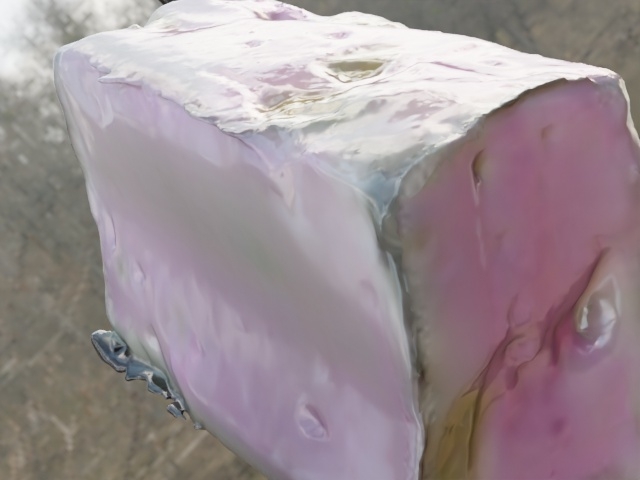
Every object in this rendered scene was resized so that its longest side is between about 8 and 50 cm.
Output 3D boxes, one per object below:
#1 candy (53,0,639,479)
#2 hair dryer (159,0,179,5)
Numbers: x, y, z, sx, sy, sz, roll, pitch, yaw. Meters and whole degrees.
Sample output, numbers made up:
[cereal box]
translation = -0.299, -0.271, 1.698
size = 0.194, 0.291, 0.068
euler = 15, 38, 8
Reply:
[candy]
translation = 0.000, 0.000, 0.543
size = 0.115, 0.155, 0.265
euler = -16, 21, -26
[hair dryer]
translation = -0.064, -0.148, 1.182
size = 0.070, 0.255, 0.128
euler = -46, 4, -12
